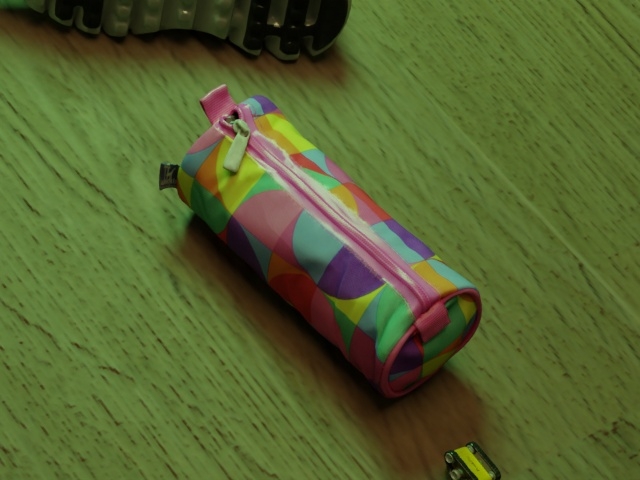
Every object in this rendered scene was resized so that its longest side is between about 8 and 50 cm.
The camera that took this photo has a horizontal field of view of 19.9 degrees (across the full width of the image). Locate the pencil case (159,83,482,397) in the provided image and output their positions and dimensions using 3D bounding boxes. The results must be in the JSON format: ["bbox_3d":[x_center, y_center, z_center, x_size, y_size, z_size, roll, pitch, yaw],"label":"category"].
[{"bbox_3d":[0.000,0.000,1.236,0.104,0.104,0.236,-31,62,-34],"label":"pencil case"}]

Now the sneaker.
[{"bbox_3d":[-0.123,-0.222,1.416,0.292,0.110,0.118,12,38,-14],"label":"sneaker"}]

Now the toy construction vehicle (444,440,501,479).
[{"bbox_3d":[0.092,0.181,1.140,0.086,0.035,0.098,-18,56,-41],"label":"toy construction vehicle"}]
